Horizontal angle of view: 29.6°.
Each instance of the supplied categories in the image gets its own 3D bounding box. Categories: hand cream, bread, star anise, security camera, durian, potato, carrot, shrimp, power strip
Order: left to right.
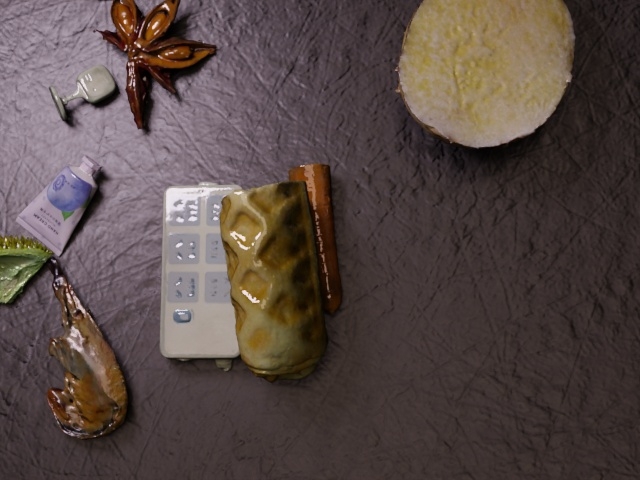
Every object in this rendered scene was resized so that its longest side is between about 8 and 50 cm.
[{"bbox_3d":[-0.481,0.060,1.698,0.215,0.086,0.100,-40,95,-3],"label":"durian"},{"bbox_3d":[-0.355,0.152,1.680,0.117,0.066,0.262,-29,77,-1],"label":"shrimp"},{"bbox_3d":[-0.364,-0.058,1.726,0.084,0.053,0.142,39,95,8],"label":"hand cream"},{"bbox_3d":[-0.342,-0.215,1.752,0.092,0.058,0.058,-24,80,-14],"label":"security camera"},{"bbox_3d":[-0.236,-0.283,1.750,0.157,0.053,0.212,-24,79,-1],"label":"star anise"},{"bbox_3d":[-0.163,0.047,1.696,0.117,0.046,0.271,0,81,3],"label":"power strip"},{"bbox_3d":[-0.062,0.058,1.624,0.129,0.152,0.268,-7,93,34],"label":"bread"},{"bbox_3d":[0.000,0.000,1.691,0.061,0.061,0.210,-9,84,2],"label":"carrot"},{"bbox_3d":[0.226,-0.242,1.690,0.239,0.116,0.299,27,72,1],"label":"potato"}]
